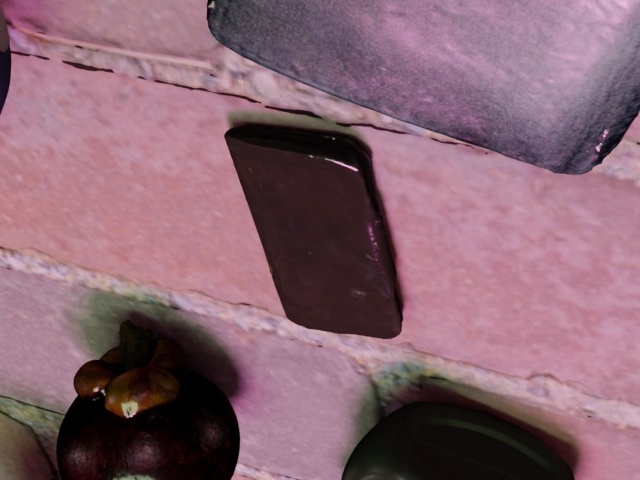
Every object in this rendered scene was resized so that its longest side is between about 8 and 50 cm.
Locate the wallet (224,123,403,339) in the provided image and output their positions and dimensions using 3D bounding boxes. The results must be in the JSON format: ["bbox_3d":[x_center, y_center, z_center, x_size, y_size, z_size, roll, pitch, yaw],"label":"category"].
[{"bbox_3d":[0.000,0.000,0.708,0.082,0.018,0.156,8,141,24],"label":"wallet"}]

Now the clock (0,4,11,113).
[{"bbox_3d":[-0.256,-0.088,0.650,0.243,0.146,0.199,-7,130,46],"label":"clock"}]

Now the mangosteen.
[{"bbox_3d":[-0.117,0.121,0.858,0.140,0.140,0.140,16,143,12],"label":"mangosteen"}]

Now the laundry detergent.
[{"bbox_3d":[0.075,0.193,0.857,0.144,0.078,0.221,20,143,0],"label":"laundry detergent"}]

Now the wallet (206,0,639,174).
[{"bbox_3d":[0.082,-0.165,0.429,0.191,0.046,0.379,23,144,0],"label":"wallet"}]

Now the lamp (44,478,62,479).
[{"bbox_3d":[-0.212,0.301,1.044,0.233,0.233,0.265,23,155,2],"label":"lamp"}]
